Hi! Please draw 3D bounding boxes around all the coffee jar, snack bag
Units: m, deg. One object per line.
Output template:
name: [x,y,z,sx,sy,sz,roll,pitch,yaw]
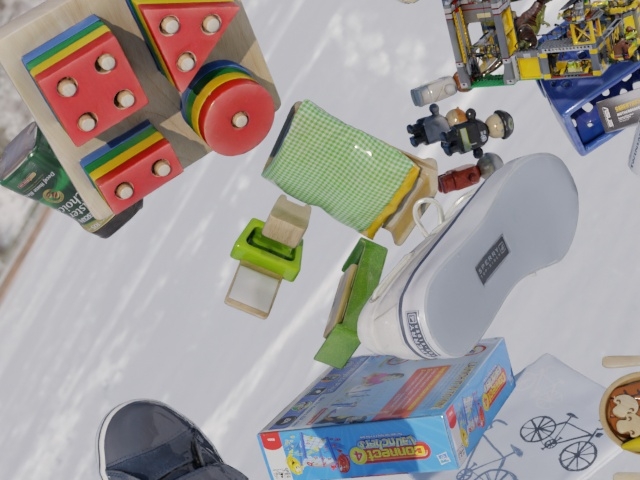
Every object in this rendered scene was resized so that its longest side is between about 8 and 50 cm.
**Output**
coffee jar: [-0.329,-0.076,1.597,0.096,0.184,0.079,-37,40,29]
snack bag: [0.326,0.326,1.920,0.342,0.037,0.323,-35,25,-12]

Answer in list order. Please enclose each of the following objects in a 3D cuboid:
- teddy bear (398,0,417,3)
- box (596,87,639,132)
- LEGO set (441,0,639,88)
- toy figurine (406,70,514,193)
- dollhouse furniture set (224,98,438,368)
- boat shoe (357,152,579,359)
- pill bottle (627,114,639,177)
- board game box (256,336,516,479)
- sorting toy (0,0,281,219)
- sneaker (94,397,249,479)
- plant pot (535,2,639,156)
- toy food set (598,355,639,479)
teddy bear: [0.089,-0.395,1.673,0.338,0.245,0.113,-22,-81,-83]
box: [0.591,-0.240,1.966,0.231,0.056,0.183,-16,-2,-44]
LEGO set: [0.351,-0.378,1.931,0.331,0.192,0.255,6,32,40]
toy figurine: [0.278,-0.222,2.393,0.213,0.148,0.210,87,159,-56]
dollhouse furniture set: [0.000,0.000,1.478,0.301,0.197,0.151,119,172,-54]
boat shoe: [0.156,0.021,1.347,0.156,0.136,0.367,-11,25,43]
pill bottle: [0.510,-0.200,1.636,0.130,0.130,0.246,-86,4,-67]
board game box: [0.108,0.256,1.824,0.301,0.086,0.308,-10,12,28]
sorting toy: [-0.172,-0.163,1.273,0.255,0.257,0.089,-33,44,-11]
sneaker: [-0.097,0.282,1.126,0.126,0.321,0.127,-26,-8,-32]
plant pot: [0.586,-0.360,2.598,0.236,0.212,0.236,-34,-28,7]
toy food set: [0.420,0.213,1.515,0.039,0.132,0.192,74,-165,-50]
